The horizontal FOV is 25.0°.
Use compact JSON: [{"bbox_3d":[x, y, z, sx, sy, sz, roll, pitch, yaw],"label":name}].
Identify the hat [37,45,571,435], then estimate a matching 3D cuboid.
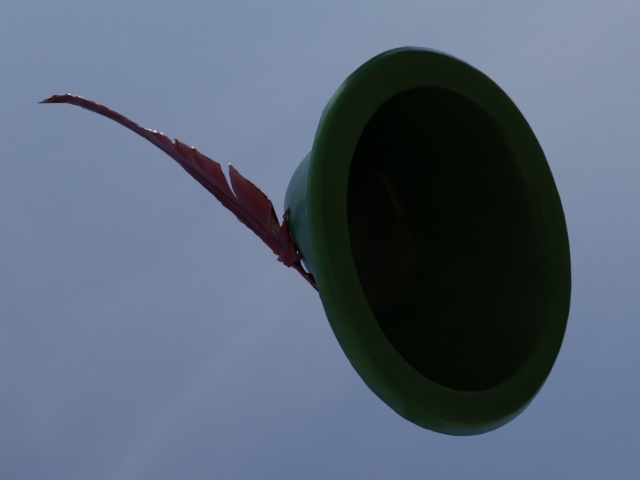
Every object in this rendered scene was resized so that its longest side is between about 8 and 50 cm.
[{"bbox_3d":[0.000,0.000,0.732,0.173,0.183,0.209,-13,-90,-43],"label":"hat"}]
